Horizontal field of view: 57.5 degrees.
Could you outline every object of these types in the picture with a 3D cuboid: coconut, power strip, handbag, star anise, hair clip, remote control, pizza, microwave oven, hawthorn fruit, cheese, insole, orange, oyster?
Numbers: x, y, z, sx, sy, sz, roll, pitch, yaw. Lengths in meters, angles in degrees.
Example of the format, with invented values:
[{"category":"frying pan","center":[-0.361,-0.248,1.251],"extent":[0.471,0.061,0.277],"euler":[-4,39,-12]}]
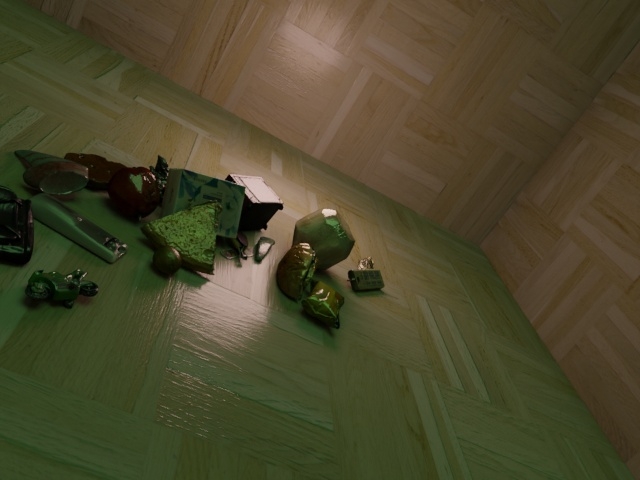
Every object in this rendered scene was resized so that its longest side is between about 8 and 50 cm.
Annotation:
[{"category":"coconut","center":[0.000,0.000,2.426],"extent":[0.244,0.248,0.245],"euler":[58,11,-17]},{"category":"power strip","center":[0.191,0.170,2.534],"extent":[0.268,0.034,0.092],"euler":[2,68,-53]},{"category":"handbag","center":[-0.877,-0.060,1.529],"extent":[0.244,0.088,0.275],"euler":[21,23,-37]},{"category":"star anise","center":[-0.596,-0.208,2.200],"extent":[0.283,0.129,0.212],"euler":[2,48,-36]},{"category":"hair clip","center":[-0.223,0.024,2.316],"extent":[0.066,0.036,0.229],"euler":[24,22,-4]},{"category":"remote control","center":[-0.725,-0.048,1.745],"extent":[0.313,0.055,0.109],"euler":[32,21,-3]},{"category":"pizza","center":[-0.418,-0.030,1.981],"extent":[0.280,0.075,0.287],"euler":[40,51,-3]},{"category":"microwave oven","center":[-0.305,-0.143,2.370],"extent":[0.178,0.188,0.247],"euler":[47,20,18]},{"category":"hawthorn fruit","center":[-0.637,-0.163,2.001],"extent":[0.179,0.174,0.173],"euler":[61,18,-11]},{"category":"cheese","center":[-0.300,0.019,2.198],"extent":[0.086,0.036,0.162],"euler":[37,17,-38]},{"category":"insole","center":[-0.309,0.044,2.197],"extent":[0.065,0.004,0.197],"euler":[41,22,20]},{"category":"orange","center":[-0.476,0.063,1.817],"extent":[0.085,0.085,0.095],"euler":[6,32,-49]},{"category":"oyster","center":[0.212,0.129,2.680],"extent":[0.109,0.053,0.165],"euler":[13,34,-19]}]

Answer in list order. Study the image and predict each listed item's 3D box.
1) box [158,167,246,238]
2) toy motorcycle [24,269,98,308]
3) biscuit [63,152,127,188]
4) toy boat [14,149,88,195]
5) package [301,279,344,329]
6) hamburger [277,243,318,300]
[{"category":"box","center":[-0.425,-0.132,2.114],"extent":[0.274,0.202,0.116],"euler":[14,-3,-41]},{"category":"toy motorcycle","center":[-0.662,0.114,1.476],"extent":[0.106,0.074,0.190],"euler":[35,20,30]},{"category":"biscuit","center":[-0.808,-0.246,2.071],"extent":[0.208,0.041,0.290],"euler":[38,24,21]},{"category":"toy boat","center":[-0.888,-0.241,1.898],"extent":[0.282,0.096,0.206],"euler":[30,35,35]},{"category":"package","center":[0.015,0.229,2.132],"extent":[0.168,0.090,0.226],"euler":[35,24,-2]},{"category":"hamburger","center":[-0.091,0.112,2.172],"extent":[0.136,0.155,0.207],"euler":[27,29,-4]}]
